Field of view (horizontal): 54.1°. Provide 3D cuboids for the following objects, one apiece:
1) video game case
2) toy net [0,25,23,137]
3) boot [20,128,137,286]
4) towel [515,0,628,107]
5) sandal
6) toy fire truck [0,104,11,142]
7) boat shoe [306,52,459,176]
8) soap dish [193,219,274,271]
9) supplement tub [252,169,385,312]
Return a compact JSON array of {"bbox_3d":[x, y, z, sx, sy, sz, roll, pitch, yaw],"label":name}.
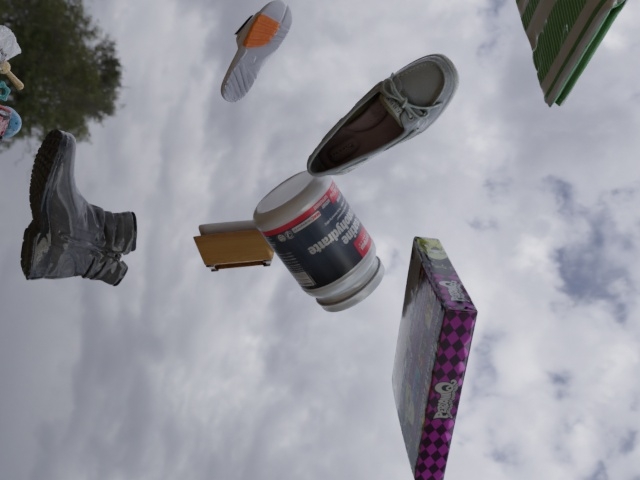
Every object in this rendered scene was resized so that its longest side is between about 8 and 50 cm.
[{"bbox_3d":[0.134,0.139,0.785,0.210,0.042,0.232,-93,-172,-69],"label":"video game case"},{"bbox_3d":[-0.678,-0.327,1.305,0.045,0.122,0.232,11,-73,23],"label":"toy net"},{"bbox_3d":[-0.501,-0.065,1.348,0.118,0.223,0.338,41,-61,46],"label":"boot"},{"bbox_3d":[0.393,-0.418,1.029,0.248,0.038,0.325,98,-10,-61],"label":"towel"},{"bbox_3d":[-0.169,-0.453,1.472,0.076,0.102,0.265,37,-86,37],"label":"sandal"},{"bbox_3d":[-0.504,-0.153,0.819,0.047,0.135,0.192,-57,-161,24],"label":"toy fire truck"},{"bbox_3d":[0.108,-0.215,1.139,0.320,0.103,0.118,-31,-86,30],"label":"boat shoe"},{"bbox_3d":[-0.234,0.018,1.793,0.291,0.229,0.118,135,-51,-82],"label":"soap dish"},{"bbox_3d":[0.000,0.000,1.350,0.191,0.191,0.272,-5,-53,53],"label":"supplement tub"}]
